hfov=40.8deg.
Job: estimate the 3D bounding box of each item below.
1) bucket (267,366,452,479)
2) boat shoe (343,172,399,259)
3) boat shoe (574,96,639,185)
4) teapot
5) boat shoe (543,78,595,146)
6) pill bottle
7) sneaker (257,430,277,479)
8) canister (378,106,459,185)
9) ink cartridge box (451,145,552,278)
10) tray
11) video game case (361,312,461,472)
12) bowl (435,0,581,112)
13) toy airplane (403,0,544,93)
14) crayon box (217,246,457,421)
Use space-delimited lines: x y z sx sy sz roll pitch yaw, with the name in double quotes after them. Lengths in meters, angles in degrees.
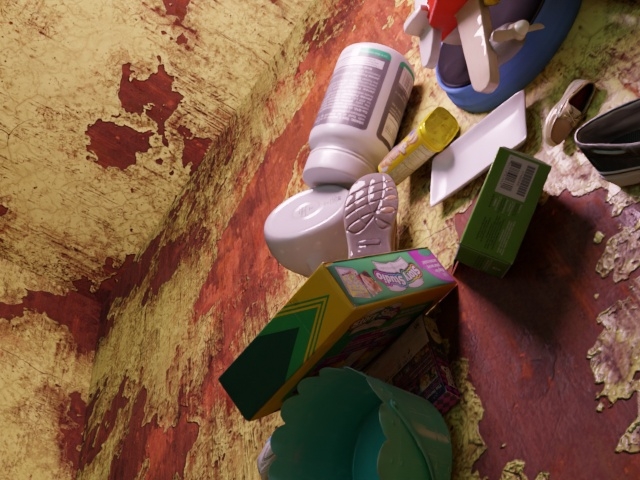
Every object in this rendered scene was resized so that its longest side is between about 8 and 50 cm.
0.068 0.353 1.405 0.281 0.183 0.281 -28 52 43 "bucket"
0.110 0.001 1.844 0.116 0.123 0.324 76 -161 -55 "boat shoe"
0.509 -0.166 1.235 0.335 0.119 0.121 -27 40 52 "boat shoe"
0.000 0.000 2.025 0.252 0.187 0.256 8 43 46 "teapot"
0.443 -0.229 1.529 0.135 0.050 0.045 -63 18 -4 "boat shoe"
0.091 -0.286 2.118 0.204 0.204 0.361 -19 47 58 "pill bottle"
-0.057 0.404 1.783 0.237 0.085 0.086 -50 36 22 "sneaker"
0.215 -0.206 1.908 0.170 0.073 0.126 -41 6 43 "canister"
0.315 -0.032 1.534 0.255 0.097 0.189 68 -135 -75 "ink cartridge box"
0.323 -0.178 1.742 0.270 0.030 0.145 -38 31 42 "tray"
0.145 0.279 1.568 0.232 0.042 0.210 -50 26 23 "video game case"
0.394 -0.464 1.863 0.391 0.077 0.391 -45 27 32 "bowl"
0.315 -0.513 1.724 0.384 0.272 0.386 -100 7 -70 "toy airplane"
0.039 0.159 1.557 0.106 0.363 0.313 51 119 20 "crayon box"
